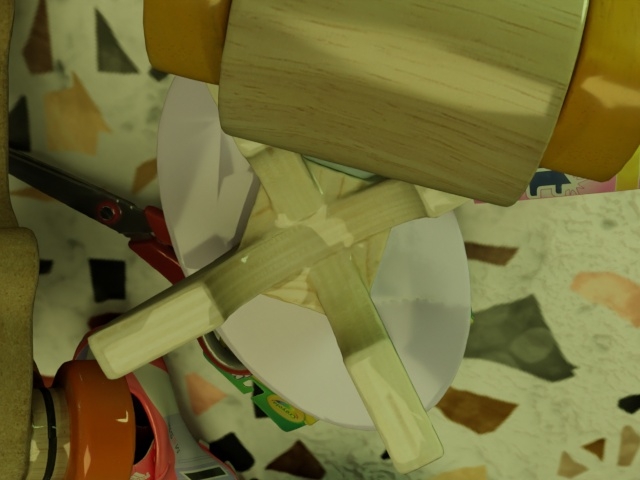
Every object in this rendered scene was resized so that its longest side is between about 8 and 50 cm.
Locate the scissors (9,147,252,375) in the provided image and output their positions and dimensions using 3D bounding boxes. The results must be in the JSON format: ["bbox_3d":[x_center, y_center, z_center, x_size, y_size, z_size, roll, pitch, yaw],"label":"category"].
[{"bbox_3d":[-0.123,-0.020,0.656,0.297,0.021,0.109,40,114,-3],"label":"scissors"}]

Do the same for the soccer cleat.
[{"bbox_3d":[-0.125,0.176,0.740,0.083,0.095,0.248,-14,117,12],"label":"soccer cleat"}]

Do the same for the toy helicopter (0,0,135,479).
[{"bbox_3d":[-0.214,-0.007,0.585,0.140,0.235,0.354,1,87,-28],"label":"toy helicopter"}]

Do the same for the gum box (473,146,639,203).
[{"bbox_3d":[0.140,-0.113,0.576,0.107,0.062,0.188,-4,118,7],"label":"gum box"}]

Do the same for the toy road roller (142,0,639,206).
[{"bbox_3d":[0.063,-0.203,0.376,0.203,0.329,0.240,14,160,1],"label":"toy road roller"}]

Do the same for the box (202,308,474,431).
[{"bbox_3d":[0.009,0.063,0.697,0.179,0.043,0.105,-36,111,19],"label":"box"}]

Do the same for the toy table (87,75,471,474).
[{"bbox_3d":[0.000,0.000,0.553,0.252,0.161,0.274,-38,96,3],"label":"toy table"}]
